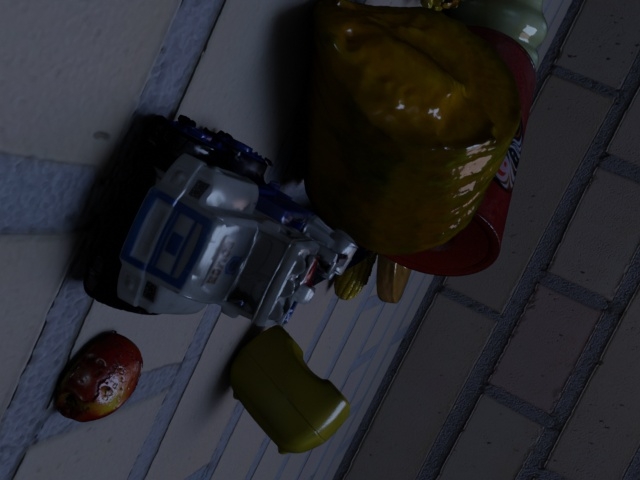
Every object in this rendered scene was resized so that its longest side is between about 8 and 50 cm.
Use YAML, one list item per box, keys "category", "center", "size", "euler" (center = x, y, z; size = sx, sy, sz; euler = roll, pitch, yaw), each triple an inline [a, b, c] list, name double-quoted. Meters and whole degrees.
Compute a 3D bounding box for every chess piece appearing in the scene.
- category: "chess piece"
  center: [0.324, -0.456, 1.274]
  size: [0.330, 0.182, 0.182]
  euler: [-71, 165, 10]

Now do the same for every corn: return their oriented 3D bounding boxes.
- category: "corn"
  center: [0.068, 0.032, 1.434]
  size: [0.072, 0.072, 0.203]
  euler: [-48, 161, -44]

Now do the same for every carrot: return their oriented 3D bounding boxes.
- category: "carrot"
  center: [0.096, -0.137, 0.885]
  size: [0.241, 0.241, 0.340]
  euler: [-55, 166, -29]

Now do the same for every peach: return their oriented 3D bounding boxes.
- category: "peach"
  center: [-0.197, 0.129, 0.714]
  size: [0.083, 0.050, 0.077]
  euler: [-50, 163, -53]

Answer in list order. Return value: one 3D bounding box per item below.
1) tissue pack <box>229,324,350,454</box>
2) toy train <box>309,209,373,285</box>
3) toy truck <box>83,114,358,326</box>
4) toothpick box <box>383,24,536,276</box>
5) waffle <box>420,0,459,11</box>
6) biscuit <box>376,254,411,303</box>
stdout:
- category: "tissue pack"
  center: [-0.052, 0.225, 1.140]
  size: [0.127, 0.178, 0.123]
  euler: [-41, 161, -10]
- category: "toy train"
  center: [0.000, 0.000, 1.088]
  size: [0.409, 0.089, 0.086]
  euler: [-22, 115, -71]
- category: "toy truck"
  center: [-0.074, 0.004, 0.658]
  size: [0.161, 0.177, 0.213]
  euler: [-64, 167, 8]
- category: "toothpick box"
  center: [0.201, -0.138, 1.173]
  size: [0.204, 0.204, 0.333]
  euler: [94, 14, -58]
- category: "waffle"
  center: [0.227, -0.469, 1.078]
  size: [0.325, 0.068, 0.302]
  euler: [-49, 160, -40]
- category: "biscuit"
  center: [0.155, -0.056, 1.407]
  size: [0.275, 0.052, 0.354]
  euler: [-35, 132, -70]
